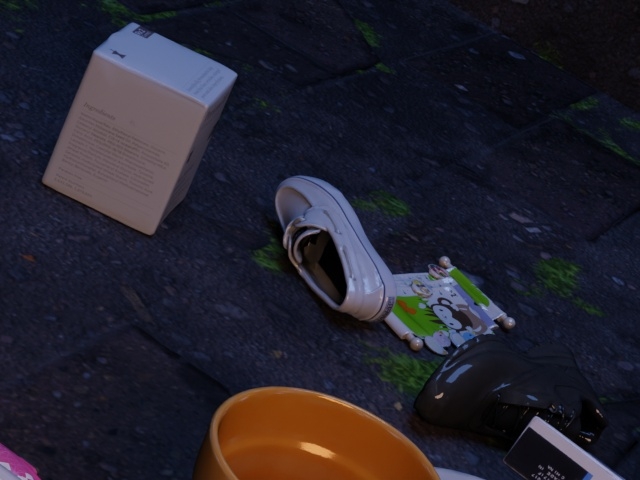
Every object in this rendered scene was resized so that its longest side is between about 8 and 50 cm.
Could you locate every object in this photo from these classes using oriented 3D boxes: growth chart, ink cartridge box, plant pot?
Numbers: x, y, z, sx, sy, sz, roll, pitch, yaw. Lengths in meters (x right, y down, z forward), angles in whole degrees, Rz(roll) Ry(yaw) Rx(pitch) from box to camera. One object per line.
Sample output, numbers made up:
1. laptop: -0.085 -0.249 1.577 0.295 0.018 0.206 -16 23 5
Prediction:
1. growth chart: 0.144 0.082 2.243 0.172 0.021 0.237 41 28 30
2. ink cartridge box: 0.299 0.272 1.848 0.165 0.065 0.333 36 1 23
3. plant pot: -0.025 0.256 1.469 0.205 0.188 0.205 19 26 -10

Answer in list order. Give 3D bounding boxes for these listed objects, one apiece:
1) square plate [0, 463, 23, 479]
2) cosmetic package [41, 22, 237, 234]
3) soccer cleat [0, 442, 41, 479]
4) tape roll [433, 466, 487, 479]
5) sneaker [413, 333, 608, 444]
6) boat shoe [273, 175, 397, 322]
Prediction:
1. square plate: -0.250 0.276 1.191 0.344 0.049 0.347 36 40 -3
2. cosmetic package: -0.214 -0.135 2.121 0.151 0.183 0.151 26 23 1
3. soccer cleat: -0.244 0.251 1.351 0.331 0.116 0.143 35 24 19
4. tape roll: 0.157 0.318 1.604 0.286 0.100 0.286 22 14 -6
5. sneaker: 0.227 0.182 2.017 0.286 0.109 0.130 -1 41 -43
6. boat shoe: 0.000 0.000 2.172 0.084 0.095 0.258 11 26 -41
